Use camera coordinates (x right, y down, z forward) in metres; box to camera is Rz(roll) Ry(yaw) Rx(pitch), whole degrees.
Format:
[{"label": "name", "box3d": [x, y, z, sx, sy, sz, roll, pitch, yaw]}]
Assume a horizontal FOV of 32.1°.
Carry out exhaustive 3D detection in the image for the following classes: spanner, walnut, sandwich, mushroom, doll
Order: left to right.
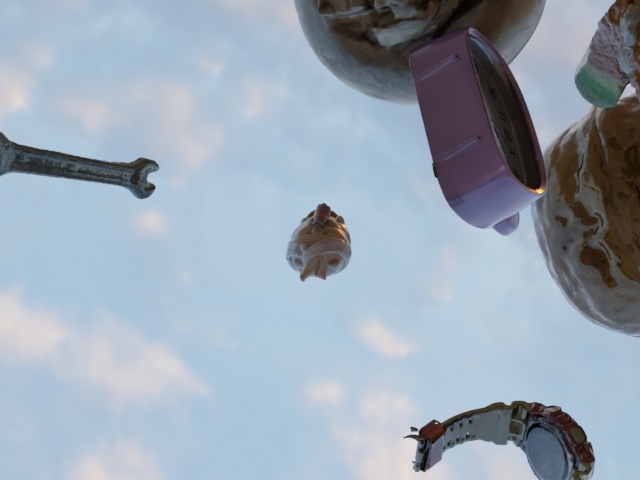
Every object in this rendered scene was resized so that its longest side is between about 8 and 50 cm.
[{"label": "spanner", "box3d": [-0.341, -0.102, 1.516, 0.302, 0.071, 0.017, 5, -162, -46]}, {"label": "doll", "box3d": [0.000, 0.000, 1.243, 0.073, 0.084, 0.127, 7, -155, 1]}, {"label": "mushroom", "box3d": [0.077, -0.228, 0.935, 0.226, 0.226, 0.178, 39, -162, 23]}, {"label": "sandwich", "box3d": [0.413, -0.229, 1.452, 0.162, 0.301, 0.250, -8, -109, 17]}, {"label": "walnut", "box3d": [0.521, -0.043, 1.776, 0.308, 0.354, 0.398, -3, -104, -69]}]

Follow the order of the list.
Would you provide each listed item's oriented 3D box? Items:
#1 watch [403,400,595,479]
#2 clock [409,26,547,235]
[{"label": "watch", "box3d": [0.170, 0.258, 1.210, 0.268, 0.102, 0.165, -8, -148, -18]}, {"label": "clock", "box3d": [0.125, -0.081, 0.832, 0.110, 0.050, 0.153, 26, -134, -47]}]
